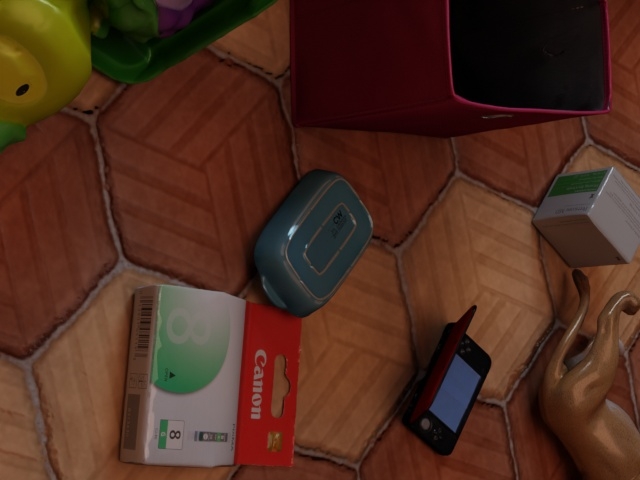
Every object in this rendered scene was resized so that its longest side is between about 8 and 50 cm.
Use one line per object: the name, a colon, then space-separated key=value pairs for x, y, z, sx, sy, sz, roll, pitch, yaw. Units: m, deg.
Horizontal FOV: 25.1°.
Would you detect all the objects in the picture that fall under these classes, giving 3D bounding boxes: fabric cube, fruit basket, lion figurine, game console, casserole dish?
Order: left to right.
fruit basket: x=-0.249 y=-0.251 z=1.288 sx=0.392 sy=0.283 sz=0.392 roll=24 pitch=54 yaw=-39
casserole dish: x=0.000 y=0.000 z=1.588 sx=0.114 sy=0.037 sz=0.188 roll=55 pitch=49 yaw=-23
fabric cube: x=0.139 y=-0.254 z=1.591 sx=0.254 sy=0.258 sz=0.259 roll=0 pitch=87 yaw=-40
game console: x=0.164 y=0.167 z=1.692 sx=0.124 sy=0.085 sz=0.144 roll=43 pitch=62 yaw=-29
lion figurine: x=0.367 y=0.255 z=1.842 sx=0.240 sy=0.142 sz=0.392 roll=-38 pitch=96 yaw=-27

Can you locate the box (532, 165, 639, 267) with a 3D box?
box: x=0.350 y=-0.028 z=1.848 sx=0.102 sy=0.101 sz=0.087 roll=45 pitch=61 yaw=-26

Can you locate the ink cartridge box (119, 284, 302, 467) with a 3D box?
ink cartridge box: x=-0.097 y=0.147 z=1.501 sx=0.224 sy=0.056 sz=0.181 roll=9 pitch=81 yaw=-37
